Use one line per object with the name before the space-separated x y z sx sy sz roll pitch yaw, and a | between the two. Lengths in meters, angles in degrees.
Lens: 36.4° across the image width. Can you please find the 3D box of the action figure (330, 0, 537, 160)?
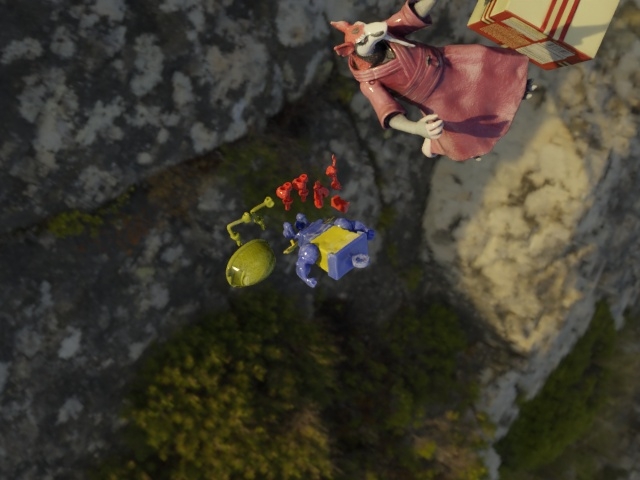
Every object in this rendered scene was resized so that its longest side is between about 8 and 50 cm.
action figure | 0.164 -0.288 1.613 0.370 0.276 0.248 20 89 -27

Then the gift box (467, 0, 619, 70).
gift box | 0.499 -0.522 2.021 0.255 0.276 0.258 25 87 -18

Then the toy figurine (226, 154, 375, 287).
toy figurine | 0.000 0.000 2.039 0.362 0.217 0.191 -34 142 -38
